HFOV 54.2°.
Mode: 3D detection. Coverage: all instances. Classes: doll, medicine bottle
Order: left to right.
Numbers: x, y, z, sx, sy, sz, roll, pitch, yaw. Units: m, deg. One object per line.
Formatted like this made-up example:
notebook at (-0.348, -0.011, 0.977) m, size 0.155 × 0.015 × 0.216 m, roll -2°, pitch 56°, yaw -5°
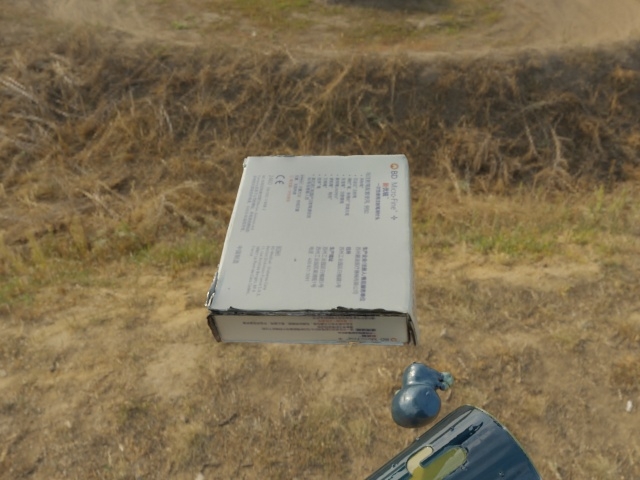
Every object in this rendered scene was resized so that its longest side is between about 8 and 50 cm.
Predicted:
medicine bottle at (0.000, 0.000, 0.562) m, size 0.171 × 0.052 × 0.201 m, roll -1°, pitch 46°, yaw 6°
doll at (0.113, 0.188, 0.750) m, size 0.076 × 0.050 × 0.083 m, roll -25°, pitch 27°, yaw 36°

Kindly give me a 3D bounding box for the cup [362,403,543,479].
cup at (0.116, 0.253, 0.550) m, size 0.155 × 0.131 × 0.176 m, roll -24°, pitch 35°, yaw -18°
